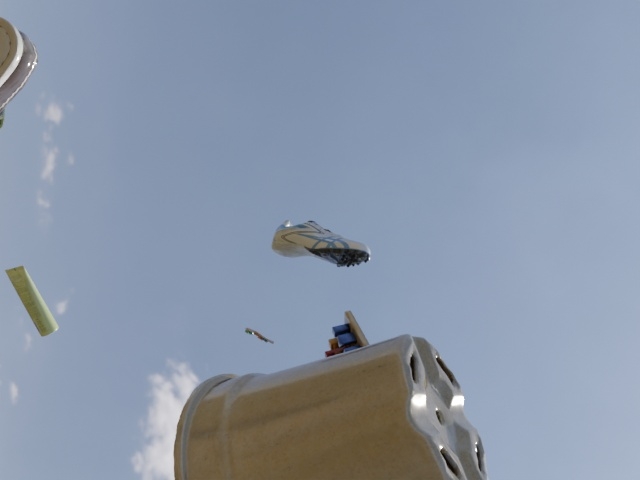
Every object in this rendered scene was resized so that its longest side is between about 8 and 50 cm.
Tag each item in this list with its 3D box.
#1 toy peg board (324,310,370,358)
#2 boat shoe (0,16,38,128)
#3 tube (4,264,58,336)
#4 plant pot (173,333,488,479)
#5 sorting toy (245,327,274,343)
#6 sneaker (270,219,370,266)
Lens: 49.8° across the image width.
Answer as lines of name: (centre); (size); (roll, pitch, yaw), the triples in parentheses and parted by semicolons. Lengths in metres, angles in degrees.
toy peg board: (0.057, 0.268, 1.487); (0.161, 0.079, 0.160); (-121, -157, -51)
boat shoe: (-0.467, -0.165, 0.875); (0.324, 0.097, 0.116); (-30, -109, 20)
tube: (-0.917, 0.190, 2.198); (0.240, 0.070, 0.062); (67, -9, -17)
plant pot: (0.035, 0.281, 0.905); (0.305, 0.334, 0.334); (-27, -117, 21)
sorting toy: (-0.150, 0.226, 1.634); (0.012, 0.062, 0.083); (-61, -156, -12)
sneaker: (0.000, 0.000, 1.413); (0.237, 0.085, 0.086); (9, -111, 35)
